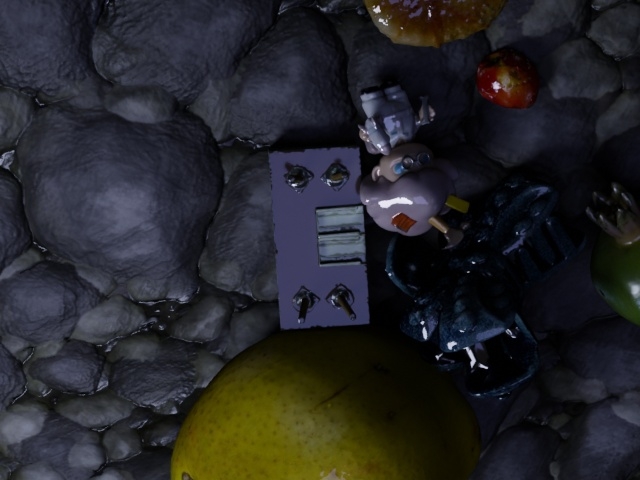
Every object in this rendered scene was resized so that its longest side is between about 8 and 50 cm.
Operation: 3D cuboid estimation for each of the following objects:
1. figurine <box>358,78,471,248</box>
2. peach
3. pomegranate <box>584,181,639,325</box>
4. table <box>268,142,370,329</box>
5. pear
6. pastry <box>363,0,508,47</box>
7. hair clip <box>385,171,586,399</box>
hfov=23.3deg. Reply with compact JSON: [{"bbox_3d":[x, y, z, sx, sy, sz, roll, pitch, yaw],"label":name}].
[{"bbox_3d":[0.106,-0.093,2.007,0.137,0.112,0.229,-22,97,-26],"label":"figurine"},{"bbox_3d":[0.244,-0.201,2.006,0.077,0.050,0.083,-28,125,14],"label":"peach"},{"bbox_3d":[0.437,0.011,2.080,0.187,0.187,0.225,-34,126,16],"label":"pomegranate"},{"bbox_3d":[0.000,0.000,2.025,0.121,0.111,0.240,-5,100,-2],"label":"table"},{"bbox_3d":[0.005,0.281,2.117,0.418,0.362,0.362,-21,126,-19],"label":"pear"},{"bbox_3d":[0.139,-0.329,1.884,0.192,0.093,0.182,-20,120,8],"label":"pastry"},{"bbox_3d":[0.211,0.057,2.051,0.206,0.310,0.194,-10,128,38],"label":"hair clip"}]
